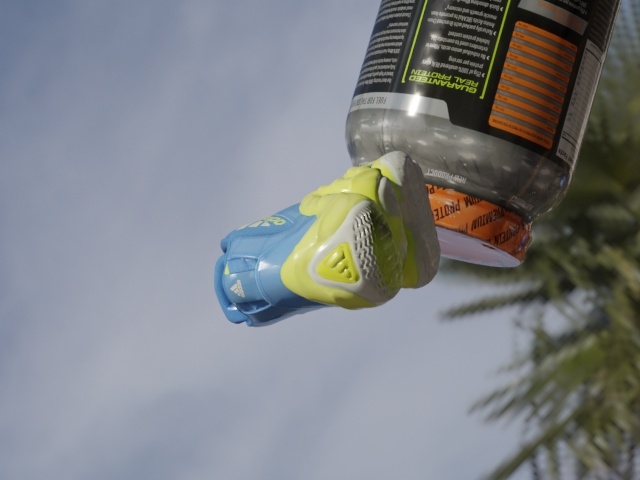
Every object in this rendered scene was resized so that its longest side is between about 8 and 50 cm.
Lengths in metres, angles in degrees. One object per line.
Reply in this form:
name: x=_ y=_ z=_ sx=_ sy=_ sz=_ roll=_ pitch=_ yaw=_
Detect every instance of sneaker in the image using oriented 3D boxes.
sneaker: x=0.000 y=0.000 z=1.219 sx=0.126 sy=0.091 sz=0.240 roll=-12 pitch=1 yaw=14

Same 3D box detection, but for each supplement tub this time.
supplement tub: x=0.135 y=-0.149 z=1.568 sx=0.193 sy=0.194 sz=0.316 roll=33 pitch=-108 yaw=-61
